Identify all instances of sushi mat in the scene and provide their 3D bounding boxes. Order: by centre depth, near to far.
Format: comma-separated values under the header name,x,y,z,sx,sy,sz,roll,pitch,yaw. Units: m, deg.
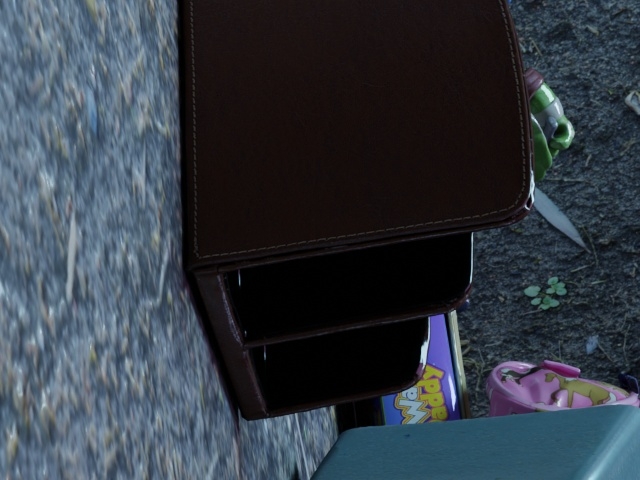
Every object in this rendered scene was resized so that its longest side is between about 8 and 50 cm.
name,x,y,z,sx,sy,sz,roll,pitch,yaw
sushi mat,0.132,0.103,1.839,0.151,0.019,0.316,104,-19,-70

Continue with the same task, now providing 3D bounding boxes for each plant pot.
name,x,y,z,sx,sy,sz,roll,pitch,yaw
plant pot,0.102,0.276,1.207,0.252,0.248,0.247,-28,109,-66

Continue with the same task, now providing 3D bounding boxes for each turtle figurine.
name,x,y,z,sx,sy,sz,roll,pitch,yaw
turtle figurine,0.137,-0.089,1.644,0.274,0.198,0.266,-62,-172,21

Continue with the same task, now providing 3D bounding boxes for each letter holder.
name,x,y,z,sx,sy,sz,roll,pitch,yaw
letter holder,0.030,-0.061,1.130,0.152,0.214,0.302,75,7,-46

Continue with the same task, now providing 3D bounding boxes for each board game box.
name,x,y,z,sx,sy,sz,roll,pitch,yaw
board game box,0.096,0.238,1.805,0.233,0.078,0.347,95,-11,-59

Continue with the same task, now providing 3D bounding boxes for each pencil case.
name,x,y,z,sx,sy,sz,roll,pitch,yaw
pencil case,0.231,0.318,1.740,0.160,0.167,0.386,18,-72,56

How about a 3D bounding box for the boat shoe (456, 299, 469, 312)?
name,x,y,z,sx,sy,sz,roll,pitch,yaw
boat shoe,0.104,0.014,2.155,0.340,0.158,0.127,-90,168,-64
